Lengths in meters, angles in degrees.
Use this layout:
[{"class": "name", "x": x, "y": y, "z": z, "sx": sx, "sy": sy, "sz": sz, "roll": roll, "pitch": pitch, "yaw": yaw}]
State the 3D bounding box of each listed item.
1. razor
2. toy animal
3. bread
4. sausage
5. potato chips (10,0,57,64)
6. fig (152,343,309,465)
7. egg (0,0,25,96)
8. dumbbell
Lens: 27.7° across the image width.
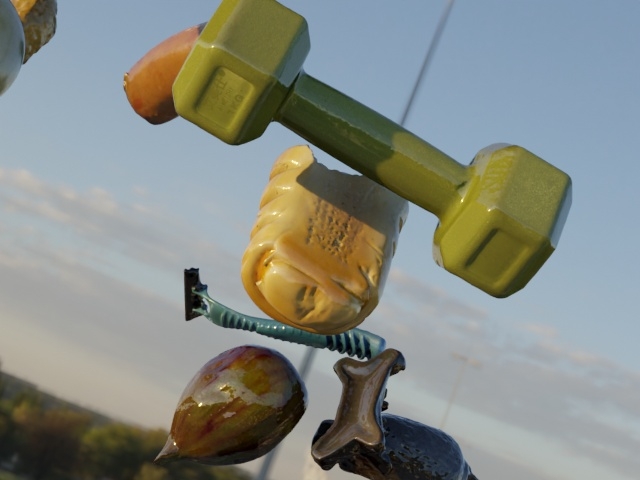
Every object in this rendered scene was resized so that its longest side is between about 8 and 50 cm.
[{"class": "razor", "x": -0.046, "y": 0.100, "z": 1.529, "sx": 0.253, "sy": 0.042, "sz": 0.082, "roll": 14, "pitch": -50, "yaw": 10}, {"class": "toy animal", "x": 0.068, "y": 0.214, "z": 1.227, "sx": 0.117, "sy": 0.121, "sz": 0.210, "roll": -22, "pitch": -54, "yaw": 26}, {"class": "bread", "x": 0.000, "y": 0.000, "z": 1.042, "sx": 0.119, "sy": 0.177, "sz": 0.084, "roll": 29, "pitch": -44, "yaw": -9}, {"class": "sausage", "x": -0.136, "y": -0.228, "z": 1.669, "sx": 0.270, "sy": 0.109, "sz": 0.109, "roll": -12, "pitch": -30, "yaw": 38}, {"class": "potato chips", "x": -0.345, "y": -0.362, "z": 1.460, "sx": 0.080, "sy": 0.407, "sz": 0.057, "roll": -18, "pitch": -35, "yaw": -5}, {"class": "fig", "x": -0.088, "y": 0.161, "z": 1.194, "sx": 0.103, "sy": 0.154, "sz": 0.109, "roll": 50, "pitch": -30, "yaw": 14}, {"class": "egg", "x": -0.332, "y": -0.183, "z": 1.206, "sx": 0.114, "sy": 0.114, "sz": 0.152, "roll": 29, "pitch": 30, "yaw": -37}, {"class": "dumbbell", "x": 0.040, "y": -0.070, "z": 0.960, "sx": 0.302, "sy": 0.121, "sz": 0.108, "roll": 30, "pitch": 32, "yaw": -9}]
